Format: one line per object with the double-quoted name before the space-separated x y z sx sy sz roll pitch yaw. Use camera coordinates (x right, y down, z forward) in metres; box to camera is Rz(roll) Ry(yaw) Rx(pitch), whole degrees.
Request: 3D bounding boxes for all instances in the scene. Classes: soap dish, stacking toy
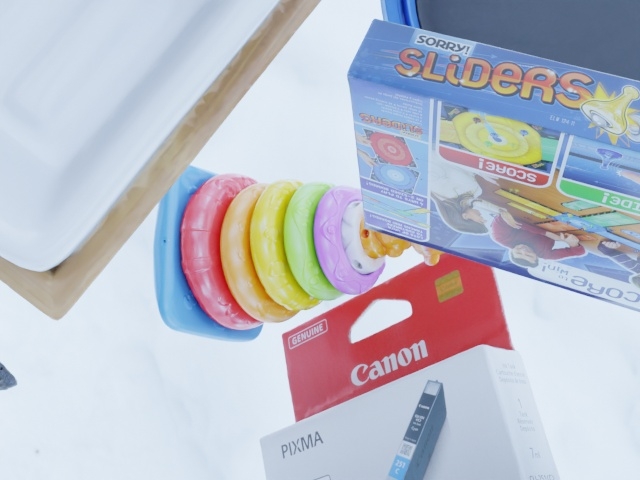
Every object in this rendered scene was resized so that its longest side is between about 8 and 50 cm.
"soap dish" -0.167 -0.136 0.432 0.291 0.118 0.229 37 84 2
"stacking toy" 0.000 0.000 0.818 0.302 0.166 0.175 -9 74 33

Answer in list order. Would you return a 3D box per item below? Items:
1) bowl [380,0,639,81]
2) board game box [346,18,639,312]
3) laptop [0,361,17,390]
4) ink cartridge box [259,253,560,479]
"bowl" 0.250 -0.254 0.797 0.392 0.077 0.390 0 90 11
"board game box" 0.115 -0.021 0.386 0.201 0.136 0.035 18 66 14
"laptop" -0.496 0.086 0.914 0.265 0.234 0.136 -12 60 -5
"ink cartridge box" 0.059 0.159 0.828 0.066 0.296 0.261 15 54 -45
